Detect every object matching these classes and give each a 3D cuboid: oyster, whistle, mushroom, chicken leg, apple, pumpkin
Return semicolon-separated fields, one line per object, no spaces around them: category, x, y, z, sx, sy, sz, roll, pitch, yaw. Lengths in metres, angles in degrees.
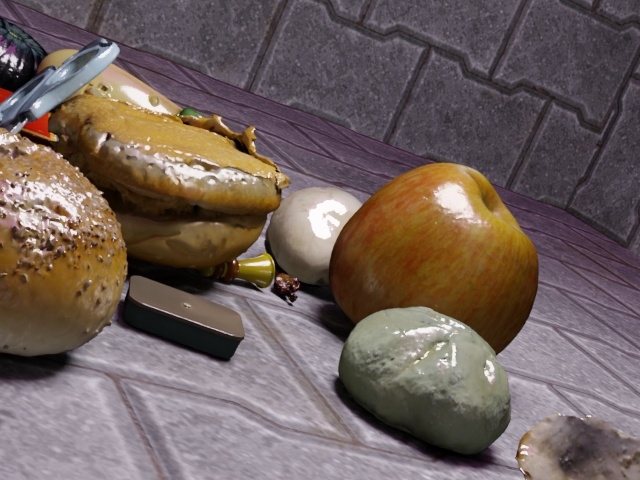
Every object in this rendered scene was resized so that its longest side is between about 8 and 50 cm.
oyster;0.359;0.306;1.112;0.396;0.111;0.204;25;29;4
whistle;-0.116;0.029;1.497;0.109;0.046;0.057;8;33;-36
mushroom;0.000;0.000;1.651;0.154;0.122;0.154;7;54;-11
chicken leg;-0.045;0.059;1.548;0.036;0.021;0.083;32;11;-7
apple;0.151;0.028;1.515;0.264;0.264;0.264;23;11;-5
pumpkin;-0.492;-0.259;1.796;0.202;0.140;0.202;38;10;-8

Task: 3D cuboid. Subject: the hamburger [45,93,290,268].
hamburger;-0.190;-0.070;1.442;0.319;0.158;0.318;13;18;-4

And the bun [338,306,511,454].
bun;0.120;0.140;1.283;0.195;0.118;0.195;26;12;-6

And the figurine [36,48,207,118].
figurine;-0.273;-0.169;1.771;0.324;0.124;0.222;34;-2;-14

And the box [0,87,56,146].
box;-0.437;-0.153;1.609;0.153;0.074;0.240;24;10;-20

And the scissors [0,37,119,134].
scissors;-0.358;-0.129;1.374;0.029;0.191;0.360;58;33;-22

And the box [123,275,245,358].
box;-0.142;0.079;1.236;0.126;0.031;0.091;21;12;-14

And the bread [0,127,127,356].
bread;-0.308;-0.019;1.030;0.306;0.158;0.305;22;11;-4
